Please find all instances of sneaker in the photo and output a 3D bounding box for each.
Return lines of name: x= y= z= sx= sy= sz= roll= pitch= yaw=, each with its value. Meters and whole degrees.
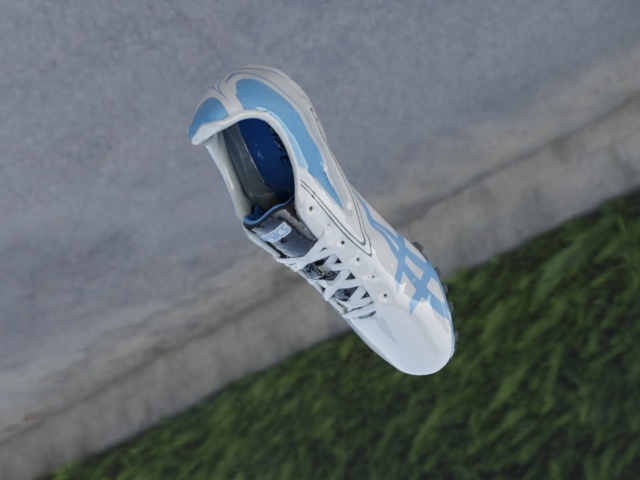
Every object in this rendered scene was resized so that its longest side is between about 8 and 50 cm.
sneaker: x=0.000 y=0.000 z=0.658 sx=0.085 sy=0.237 sz=0.086 roll=-24 pitch=-162 yaw=44
